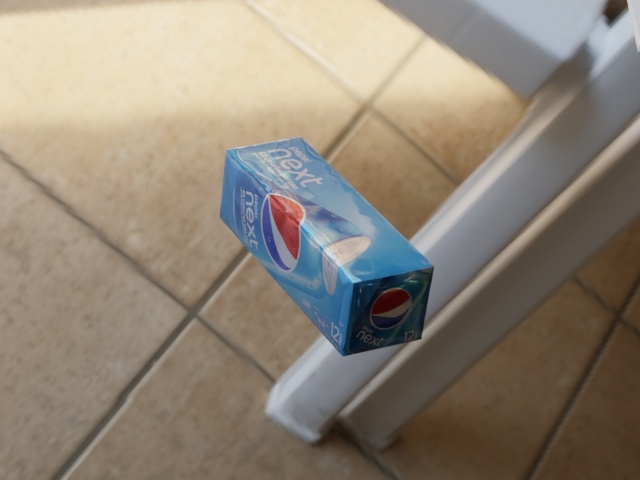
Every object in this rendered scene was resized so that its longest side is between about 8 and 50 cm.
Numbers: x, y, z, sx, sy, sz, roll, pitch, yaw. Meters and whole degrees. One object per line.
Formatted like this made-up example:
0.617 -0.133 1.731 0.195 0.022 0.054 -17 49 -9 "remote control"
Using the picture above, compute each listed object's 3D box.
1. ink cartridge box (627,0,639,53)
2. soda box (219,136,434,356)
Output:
0.346 -0.257 1.385 0.159 0.092 0.218 13 60 -33 "ink cartridge box"
0.000 0.000 1.191 0.071 0.067 0.210 -11 35 -27 "soda box"
